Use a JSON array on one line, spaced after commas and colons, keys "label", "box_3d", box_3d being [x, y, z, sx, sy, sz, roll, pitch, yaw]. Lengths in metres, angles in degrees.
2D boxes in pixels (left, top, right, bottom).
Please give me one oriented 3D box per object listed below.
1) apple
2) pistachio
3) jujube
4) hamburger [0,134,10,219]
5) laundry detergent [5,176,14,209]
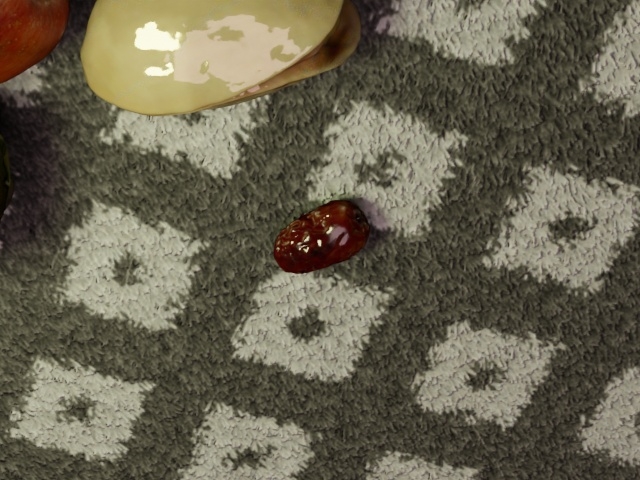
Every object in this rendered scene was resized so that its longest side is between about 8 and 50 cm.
[{"label": "apple", "box_3d": [-0.369, -0.246, 1.256, 0.199, 0.199, 0.199, -1, 122, -1]}, {"label": "pistachio", "box_3d": [-0.110, -0.220, 1.268, 0.299, 0.187, 0.188, -9, 121, 8]}, {"label": "jujube", "box_3d": [0.000, 0.000, 1.473, 0.129, 0.077, 0.077, -29, 118, 22]}, {"label": "hamburger", "box_3d": [-0.480, -0.056, 1.290, 0.265, 0.134, 0.285, 25, 121, -21]}, {"label": "laundry detergent", "box_3d": [-0.506, -0.069, 1.415, 0.237, 0.076, 0.171, -20, 120, 13]}]
